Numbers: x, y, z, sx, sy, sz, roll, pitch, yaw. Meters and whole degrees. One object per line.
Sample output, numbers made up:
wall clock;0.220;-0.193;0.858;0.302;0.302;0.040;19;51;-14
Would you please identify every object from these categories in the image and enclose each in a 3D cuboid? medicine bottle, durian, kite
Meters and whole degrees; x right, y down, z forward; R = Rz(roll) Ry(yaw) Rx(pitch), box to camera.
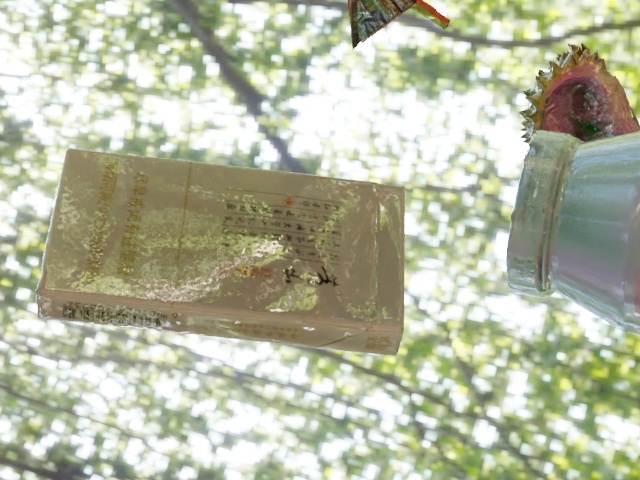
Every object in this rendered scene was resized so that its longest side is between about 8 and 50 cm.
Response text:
medicine bottle;0.374;-0.011;1.659;0.245;0.290;0.245;10;-90;-71
durian;0.362;-0.144;2.025;0.186;0.154;0.260;-30;-70;-21
kite;0.098;-0.338;1.975;0.183;0.241;0.014;32;-136;-20

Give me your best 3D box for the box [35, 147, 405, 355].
box;-0.095;0.008;1.502;0.051;0.365;0.204;100;175;-48
